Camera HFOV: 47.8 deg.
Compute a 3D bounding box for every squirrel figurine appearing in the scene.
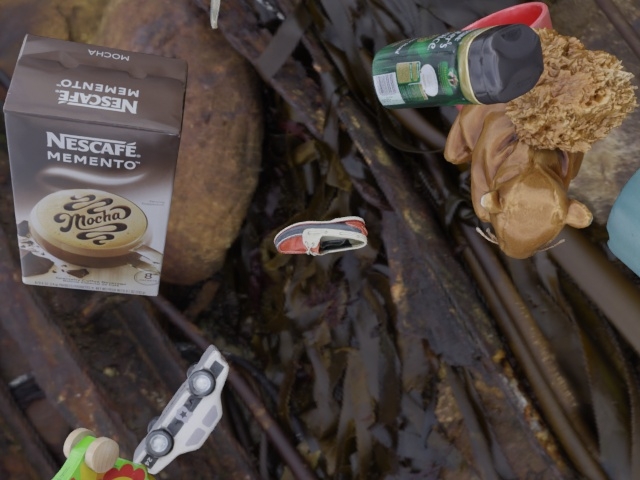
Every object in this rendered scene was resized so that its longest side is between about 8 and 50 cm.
[{"bbox_3d":[0.388,-0.173,1.316,0.281,0.370,0.397,16,131,4],"label":"squirrel figurine"}]

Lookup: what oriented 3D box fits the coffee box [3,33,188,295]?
[{"bbox_3d":[-0.252,-0.069,0.822,0.297,0.168,0.119,112,160,-50],"label":"coffee box"}]

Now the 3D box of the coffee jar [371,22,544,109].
[{"bbox_3d":[0.151,-0.193,0.810,0.184,0.096,0.079,9,120,49],"label":"coffee jar"}]

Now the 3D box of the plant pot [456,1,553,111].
[{"bbox_3d":[0.412,-0.353,1.609,0.275,0.275,0.243,-13,120,36],"label":"plant pot"}]

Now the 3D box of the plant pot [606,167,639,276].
[{"bbox_3d":[0.715,0.013,1.268,0.334,0.341,0.341,49,120,47],"label":"plant pot"}]

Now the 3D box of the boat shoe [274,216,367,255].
[{"bbox_3d":[0.000,0.000,1.038,0.137,0.049,0.043,-10,49,5],"label":"boat shoe"}]

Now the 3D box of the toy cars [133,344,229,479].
[{"bbox_3d":[-0.203,0.304,0.913,0.087,0.394,0.176,37,131,-8],"label":"toy cars"}]

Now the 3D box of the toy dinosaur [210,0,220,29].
[{"bbox_3d":[-0.168,-0.381,0.843,0.268,0.064,0.118,60,164,-20],"label":"toy dinosaur"}]

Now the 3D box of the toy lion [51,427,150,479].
[{"bbox_3d":[-0.160,0.186,0.494,0.034,0.100,0.096,5,124,35],"label":"toy lion"}]
